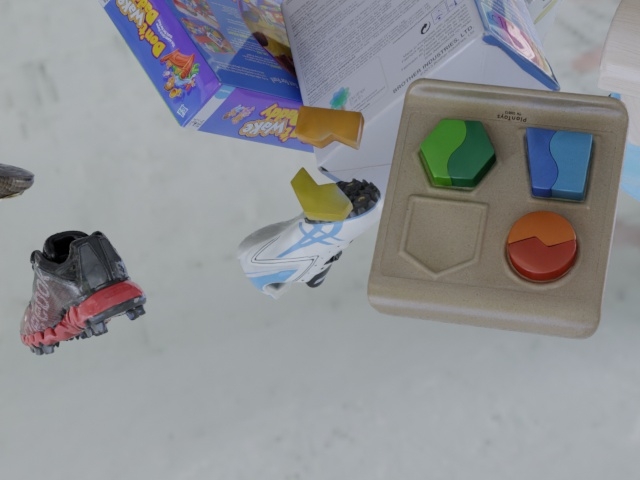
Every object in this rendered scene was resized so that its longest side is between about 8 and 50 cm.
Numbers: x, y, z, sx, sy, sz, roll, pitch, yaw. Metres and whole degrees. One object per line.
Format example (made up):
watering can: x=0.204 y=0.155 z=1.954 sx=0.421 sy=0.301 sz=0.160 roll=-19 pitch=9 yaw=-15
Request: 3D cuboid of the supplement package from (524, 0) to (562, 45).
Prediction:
supplement package: x=0.255 y=-0.385 z=2.840 sx=0.204 sy=0.262 sz=0.145 roll=40 pitch=-117 yaw=12

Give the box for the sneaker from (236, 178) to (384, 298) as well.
sneaker: x=0.000 y=0.000 z=2.003 sx=0.237 sy=0.086 sz=0.085 roll=-27 pitch=-163 yaw=50

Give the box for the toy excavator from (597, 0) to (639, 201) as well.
toy excavator: x=0.445 y=-0.174 z=2.347 sx=0.222 sy=0.433 sz=0.445 roll=15 pitch=-141 yaw=17

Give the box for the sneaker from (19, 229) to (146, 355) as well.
sneaker: x=-0.307 y=0.060 z=2.268 sx=0.098 sy=0.135 sz=0.276 roll=-22 pitch=178 yaw=-31

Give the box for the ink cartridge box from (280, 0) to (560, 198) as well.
ink cartridge box: x=0.107 y=-0.261 z=2.269 sx=0.270 sy=0.151 sz=0.395 roll=-38 pitch=-139 yaw=23

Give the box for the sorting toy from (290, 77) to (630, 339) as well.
sorting toy: x=0.115 y=-0.040 z=1.684 sx=0.307 sy=0.229 sz=0.041 roll=7 pitch=162 yaw=13

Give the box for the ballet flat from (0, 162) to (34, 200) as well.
ballet flat: x=-0.445 y=-0.058 z=2.094 sx=0.250 sy=0.058 sz=0.084 roll=-3 pitch=-168 yaw=-31

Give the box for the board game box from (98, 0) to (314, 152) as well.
board game box: x=-0.099 y=-0.231 z=2.335 sx=0.078 sy=0.233 sz=0.347 roll=-45 pitch=153 yaw=23
